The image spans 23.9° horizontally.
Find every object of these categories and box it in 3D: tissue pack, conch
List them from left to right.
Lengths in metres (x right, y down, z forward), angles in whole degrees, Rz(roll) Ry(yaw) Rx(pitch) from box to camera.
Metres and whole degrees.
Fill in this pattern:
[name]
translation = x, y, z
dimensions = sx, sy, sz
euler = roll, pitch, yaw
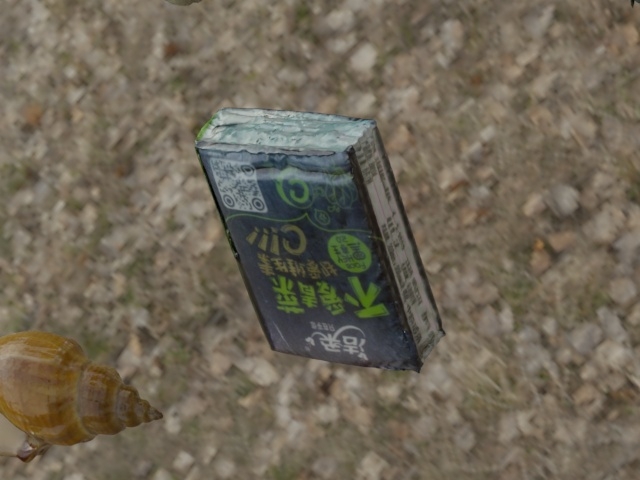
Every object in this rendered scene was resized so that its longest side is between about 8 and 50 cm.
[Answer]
[conch]
translation = -0.278, 0.120, 1.307
dimensions = 0.330, 0.109, 0.093
euler = 11, 44, 27
[tissue pack]
translation = 0.000, 0.000, 1.320
dimensions = 0.173, 0.236, 0.073
euler = 5, 39, 36

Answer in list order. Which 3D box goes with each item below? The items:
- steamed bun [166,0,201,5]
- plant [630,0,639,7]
[steamed bun]
translation = -0.111, -0.388, 1.737
dimensions = 0.320, 0.206, 0.275
euler = -29, 6, 47
[plant]
translation = 0.360, -0.313, 1.720
dimensions = 0.051, 0.051, 0.102
euler = 5, 85, 36
